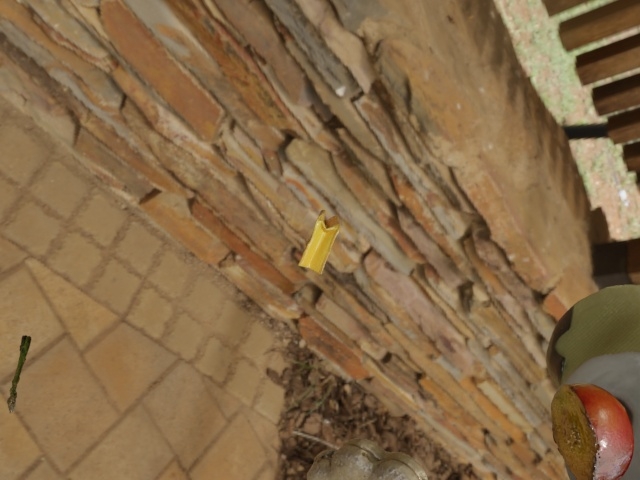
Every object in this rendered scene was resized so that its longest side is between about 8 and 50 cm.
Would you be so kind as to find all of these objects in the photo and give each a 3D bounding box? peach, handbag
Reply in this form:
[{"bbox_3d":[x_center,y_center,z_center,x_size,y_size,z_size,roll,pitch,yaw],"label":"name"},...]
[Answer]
[{"bbox_3d":[0.251,0.174,0.569,0.098,0.061,0.098,170,-90,-87],"label":"peach"},{"bbox_3d":[0.000,0.000,0.702,0.083,0.027,0.061,-82,-165,-81],"label":"handbag"}]

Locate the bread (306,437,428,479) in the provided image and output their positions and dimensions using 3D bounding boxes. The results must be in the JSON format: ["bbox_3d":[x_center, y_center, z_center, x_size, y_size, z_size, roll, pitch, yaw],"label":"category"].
[{"bbox_3d":[0.125,0.525,1.356,0.102,0.337,0.183,-31,127,-54],"label":"bread"}]

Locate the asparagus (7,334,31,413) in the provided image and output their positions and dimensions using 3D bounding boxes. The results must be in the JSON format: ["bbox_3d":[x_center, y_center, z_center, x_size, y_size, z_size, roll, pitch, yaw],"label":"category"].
[{"bbox_3d":[-0.732,0.318,1.527,0.023,0.022,0.233,58,11,-40],"label":"asparagus"}]

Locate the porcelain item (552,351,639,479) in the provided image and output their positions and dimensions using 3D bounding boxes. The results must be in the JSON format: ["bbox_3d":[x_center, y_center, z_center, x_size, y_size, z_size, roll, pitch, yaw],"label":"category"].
[{"bbox_3d":[0.485,0.315,0.822,0.405,0.178,0.242,36,34,-26],"label":"porcelain item"}]

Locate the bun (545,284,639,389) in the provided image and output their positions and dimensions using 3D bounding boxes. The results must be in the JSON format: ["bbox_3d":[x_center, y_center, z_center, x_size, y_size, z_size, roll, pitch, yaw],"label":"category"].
[{"bbox_3d":[0.597,0.231,1.237,0.179,0.283,0.283,40,49,-25],"label":"bun"}]
